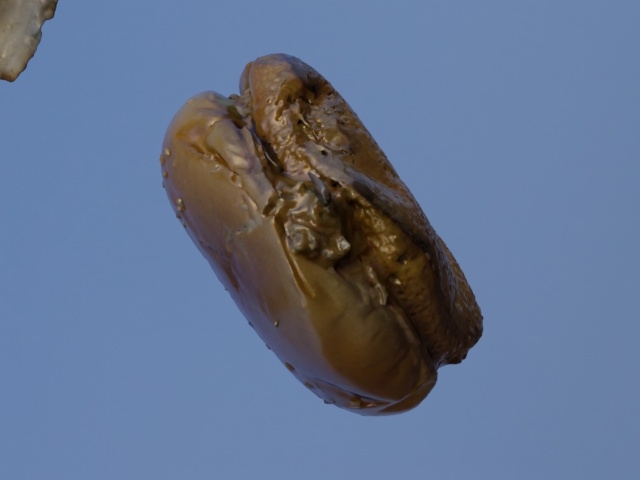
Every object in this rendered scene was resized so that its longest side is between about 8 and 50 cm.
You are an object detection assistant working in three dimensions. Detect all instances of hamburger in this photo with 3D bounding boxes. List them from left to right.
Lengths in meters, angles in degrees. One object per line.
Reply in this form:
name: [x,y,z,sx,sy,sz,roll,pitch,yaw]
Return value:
hamburger: [0.000,0.000,1.432,0.170,0.290,0.314,-39,-31,-1]

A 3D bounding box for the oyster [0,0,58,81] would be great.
oyster: [-0.297,-0.209,1.320,0.232,0.107,0.161,20,-73,-36]
